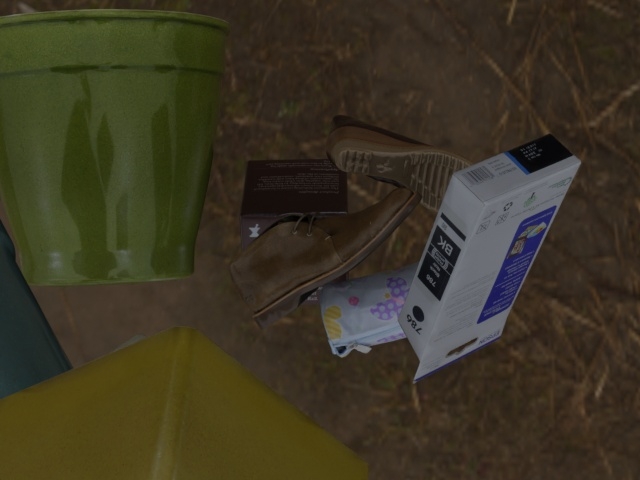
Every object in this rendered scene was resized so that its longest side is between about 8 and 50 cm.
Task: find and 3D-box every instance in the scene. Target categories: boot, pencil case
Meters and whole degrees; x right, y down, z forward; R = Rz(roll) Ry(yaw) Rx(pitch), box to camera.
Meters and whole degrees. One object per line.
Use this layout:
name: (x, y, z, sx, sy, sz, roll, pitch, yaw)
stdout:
boot: (0.000, 0.000, 1.868, 0.305, 0.112, 0.115, -34, 91, 22)
boot: (0.130, -0.123, 1.967, 0.248, 0.207, 0.090, 16, 108, -4)
pencil case: (0.134, 0.092, 2.021, 0.273, 0.124, 0.113, -15, 115, 7)

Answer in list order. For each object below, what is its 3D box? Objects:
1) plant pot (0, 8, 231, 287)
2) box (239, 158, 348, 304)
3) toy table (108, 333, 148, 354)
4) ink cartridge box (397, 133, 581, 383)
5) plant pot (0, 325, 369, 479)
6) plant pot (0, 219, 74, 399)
plant pot: (-0.301, -0.115, 1.876, 0.367, 0.366, 0.352, -2, 91, 9)
box: (-0.038, -0.016, 2.185, 0.169, 0.203, 0.167, 0, 119, 2)
toy table: (-0.317, 0.242, 1.815, 0.252, 0.274, 0.160, 20, 126, 15)
ink cartridge box: (0.193, 0.027, 1.667, 0.065, 0.165, 0.332, 47, 141, 28)
plant pot: (-0.113, 0.215, 0.927, 0.212, 0.187, 0.212, -24, 132, 30)
plant pot: (-0.386, 0.149, 1.322, 0.334, 0.341, 0.341, 53, 125, 16)
